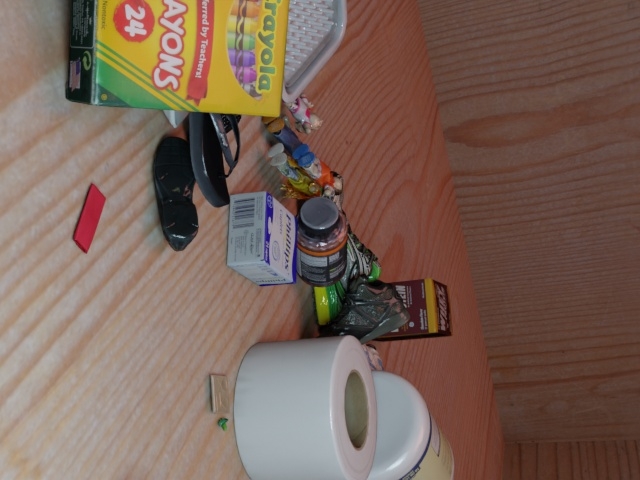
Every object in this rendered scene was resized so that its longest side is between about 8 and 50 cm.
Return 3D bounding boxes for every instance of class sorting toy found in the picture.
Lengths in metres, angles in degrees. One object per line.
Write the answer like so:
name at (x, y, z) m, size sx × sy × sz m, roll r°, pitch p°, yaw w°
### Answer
sorting toy at (-0.153, 0.245, 1.217) m, size 0.062 × 0.012 × 0.083 m, roll 38°, pitch 45°, yaw -70°

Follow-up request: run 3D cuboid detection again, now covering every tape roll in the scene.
tape roll at (-0.017, 0.286, 1.351) m, size 0.246 × 0.169 × 0.246 m, roll -7°, pitch 90°, yaw -70°

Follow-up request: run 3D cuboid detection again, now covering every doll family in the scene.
doll family at (-0.047, -0.168, 1.549) m, size 0.163 × 0.118 × 0.263 m, roll 42°, pitch 26°, yaw -53°

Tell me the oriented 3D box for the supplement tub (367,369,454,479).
supplement tub at (0.138, 0.430, 1.633) m, size 0.325 × 0.235 × 0.235 m, roll 59°, pitch 31°, yaw -49°

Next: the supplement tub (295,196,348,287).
supplement tub at (0.000, 0.000, 1.512) m, size 0.198 × 0.106 × 0.106 m, roll 89°, pitch 5°, yaw -58°

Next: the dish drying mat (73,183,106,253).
dish drying mat at (-0.278, -0.026, 0.970) m, size 0.032 × 0.008 × 0.083 m, roll 60°, pitch 29°, yaw -49°

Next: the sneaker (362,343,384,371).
sneaker at (0.084, 0.253, 1.763) m, size 0.237 × 0.085 × 0.086 m, roll 60°, pitch 41°, yaw -59°

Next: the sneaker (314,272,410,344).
sneaker at (0.052, 0.145, 1.575) m, size 0.130 × 0.227 × 0.087 m, roll 65°, pitch -7°, yaw -11°

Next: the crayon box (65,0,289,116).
crayon box at (-0.149, -0.263, 1.014) m, size 0.318 × 0.081 × 0.202 m, roll -4°, pitch 104°, yaw -40°

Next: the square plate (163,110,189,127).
square plate at (-0.182, -0.393, 1.185) m, size 0.344 × 0.049 × 0.347 m, roll -69°, pitch 165°, yaw -53°

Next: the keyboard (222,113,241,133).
keyboard at (-0.151, -0.205, 1.297) m, size 0.192 × 0.038 × 0.100 m, roll -57°, pitch 157°, yaw -62°

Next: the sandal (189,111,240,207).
sandal at (-0.147, -0.172, 1.130) m, size 0.097 × 0.054 × 0.255 m, roll -45°, pitch 131°, yaw -77°

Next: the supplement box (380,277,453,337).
supplement box at (0.209, 0.174, 1.982) m, size 0.194 × 0.191 × 0.129 m, roll 23°, pitch 62°, yaw -67°

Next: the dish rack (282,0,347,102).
dish rack at (-0.042, -0.445, 1.441) m, size 0.333 × 0.072 × 0.286 m, roll 84°, pitch 29°, yaw -45°

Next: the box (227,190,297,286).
box at (-0.096, 0.000, 1.371) m, size 0.137 × 0.072 × 0.126 m, roll 42°, pitch 46°, yaw -62°

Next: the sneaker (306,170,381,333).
sneaker at (0.056, 0.025, 1.677) m, size 0.134 × 0.146 × 0.344 m, roll -26°, pitch 107°, yaw -69°

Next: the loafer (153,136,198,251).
loafer at (-0.206, -0.065, 1.132) m, size 0.061 × 0.062 × 0.170 m, roll 125°, pitch -35°, yaw -58°
